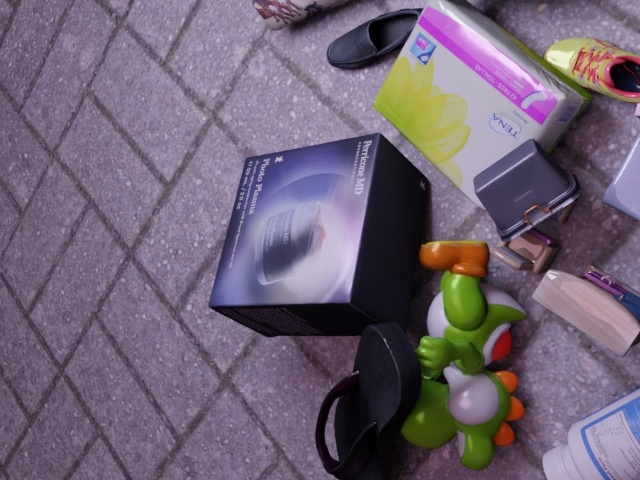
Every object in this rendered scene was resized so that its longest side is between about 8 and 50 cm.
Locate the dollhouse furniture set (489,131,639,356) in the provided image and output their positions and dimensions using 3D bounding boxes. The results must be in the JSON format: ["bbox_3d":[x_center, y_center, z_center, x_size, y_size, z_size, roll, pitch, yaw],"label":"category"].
[{"bbox_3d":[0.415,-0.043,1.011,0.286,0.198,0.303,36,109,30],"label":"dollhouse furniture set"}]

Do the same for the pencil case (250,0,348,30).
[{"bbox_3d":[0.044,-0.522,1.299,0.410,0.160,0.183,-12,97,35],"label":"pencil case"}]

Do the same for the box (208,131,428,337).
[{"bbox_3d":[0.000,0.000,1.256,0.294,0.183,0.296,-5,63,35],"label":"box"}]

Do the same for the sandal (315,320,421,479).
[{"bbox_3d":[0.053,0.293,1.212,0.445,0.107,0.167,98,151,-45],"label":"sandal"}]

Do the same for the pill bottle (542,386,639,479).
[{"bbox_3d":[0.431,0.292,1.043,0.221,0.124,0.124,-41,68,29],"label":"pill bottle"}]

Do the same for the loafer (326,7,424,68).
[{"bbox_3d":[0.098,-0.361,1.309,0.223,0.078,0.076,-10,84,35],"label":"loafer"}]

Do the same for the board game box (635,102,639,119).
[{"bbox_3d":[0.492,-0.169,1.021,0.090,0.090,0.020,13,95,34],"label":"board game box"}]

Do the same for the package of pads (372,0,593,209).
[{"bbox_3d":[0.239,-0.216,1.172,0.296,0.101,0.229,48,128,26],"label":"package of pads"}]

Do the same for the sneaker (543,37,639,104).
[{"bbox_3d":[0.416,-0.251,1.074,0.208,0.094,0.081,27,107,34],"label":"sneaker"}]

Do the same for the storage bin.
[{"bbox_3d":[0.289,-0.074,1.065,0.135,0.098,0.091,-37,108,25],"label":"storage bin"}]

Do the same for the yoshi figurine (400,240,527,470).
[{"bbox_3d":[0.192,0.184,1.184,0.203,0.204,0.362,-7,87,54],"label":"yoshi figurine"}]
